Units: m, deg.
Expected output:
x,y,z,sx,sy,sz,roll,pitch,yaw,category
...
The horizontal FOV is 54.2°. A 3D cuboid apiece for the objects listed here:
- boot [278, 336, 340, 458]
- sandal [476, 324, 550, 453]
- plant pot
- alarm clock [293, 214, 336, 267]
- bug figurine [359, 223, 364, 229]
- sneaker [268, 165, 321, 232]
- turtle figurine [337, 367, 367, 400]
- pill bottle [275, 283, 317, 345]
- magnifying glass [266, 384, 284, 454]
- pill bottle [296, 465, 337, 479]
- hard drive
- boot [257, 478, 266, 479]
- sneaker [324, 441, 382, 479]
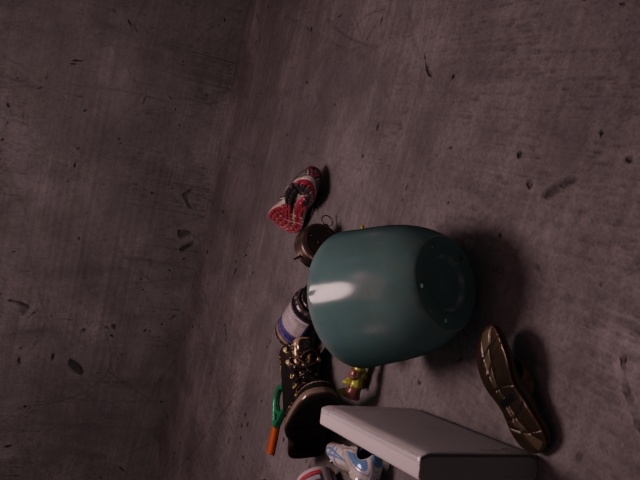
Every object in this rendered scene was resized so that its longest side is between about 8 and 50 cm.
x,y,z,sx,sy,sz,roll,pitch,yaw,category
-0.038,0.387,1.668,0.377,0.138,0.284,95,170,-51,boot
0.334,0.248,1.064,0.219,0.060,0.090,65,147,29,sandal
0.160,0.101,1.239,0.235,0.293,0.292,-16,66,46,plant pot
0.000,0.000,1.801,0.064,0.129,0.192,-44,22,51,alarm clock
0.077,0.096,1.534,0.279,0.072,0.216,-68,2,-52,bug figurine
-0.072,-0.125,2.037,0.299,0.121,0.112,-46,12,53,sneaker
0.104,0.262,1.520,0.269,0.087,0.217,-86,8,-75,turtle figurine
-0.039,0.212,1.803,0.219,0.123,0.122,-58,33,40,pill bottle
-0.139,0.577,2.016,0.092,0.026,0.230,23,100,65,magnifying glass
0.009,0.666,1.552,0.180,0.108,0.107,-115,41,-52,pill bottle
0.178,0.361,1.140,0.353,0.233,0.047,177,101,-65,hard drive
-0.203,0.836,2.037,0.121,0.045,0.099,-43,47,53,boot
0.082,0.523,1.496,0.086,0.085,0.237,-58,17,-13,sneaker
